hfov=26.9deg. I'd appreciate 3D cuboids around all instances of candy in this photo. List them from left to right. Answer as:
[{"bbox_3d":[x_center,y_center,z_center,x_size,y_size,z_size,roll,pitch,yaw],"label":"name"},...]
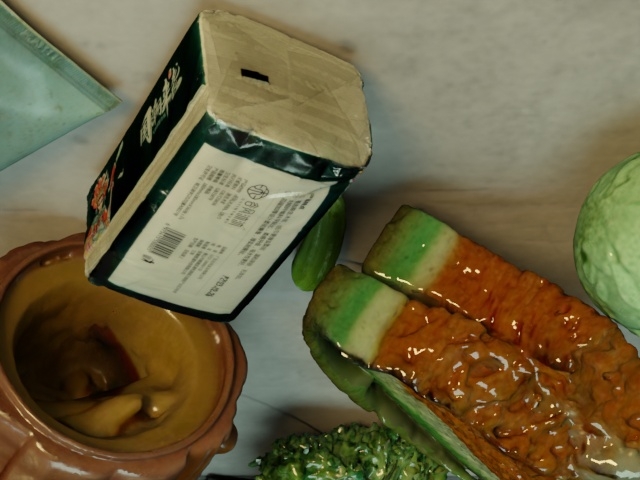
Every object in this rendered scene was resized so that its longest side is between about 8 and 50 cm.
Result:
[{"bbox_3d":[0.342,0.027,0.841,0.440,0.119,0.119,10,143,-29],"label":"candy"}]

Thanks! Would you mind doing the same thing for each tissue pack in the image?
[{"bbox_3d":[-0.055,-0.035,0.738,0.103,0.090,0.170,18,142,-23],"label":"tissue pack"}]

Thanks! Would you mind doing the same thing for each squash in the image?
[{"bbox_3d":[0.001,0.000,0.841,0.027,0.027,0.089,9,139,-12],"label":"squash"}]

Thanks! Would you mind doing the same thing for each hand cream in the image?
[{"bbox_3d":[-0.263,-0.033,0.761,0.312,0.070,0.111,-27,133,26],"label":"hand cream"}]

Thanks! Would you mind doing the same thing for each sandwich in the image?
[{"bbox_3d":[0.113,0.086,0.833,0.292,0.109,0.212,38,162,-29],"label":"sandwich"}]

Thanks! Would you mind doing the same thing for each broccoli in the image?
[{"bbox_3d":[0.016,0.251,1.026,0.194,0.194,0.219,26,114,-31],"label":"broccoli"}]

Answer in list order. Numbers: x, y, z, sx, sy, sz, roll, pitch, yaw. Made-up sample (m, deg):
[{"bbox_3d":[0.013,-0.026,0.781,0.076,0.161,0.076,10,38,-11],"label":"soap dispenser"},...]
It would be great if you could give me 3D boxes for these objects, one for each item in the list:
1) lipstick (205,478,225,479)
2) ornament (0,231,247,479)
[{"bbox_3d":[0.045,0.258,1.173,0.312,0.051,0.051,10,140,-17],"label":"lipstick"},{"bbox_3d":[-0.173,0.124,0.864,0.235,0.221,0.217,35,133,-2],"label":"ornament"}]
